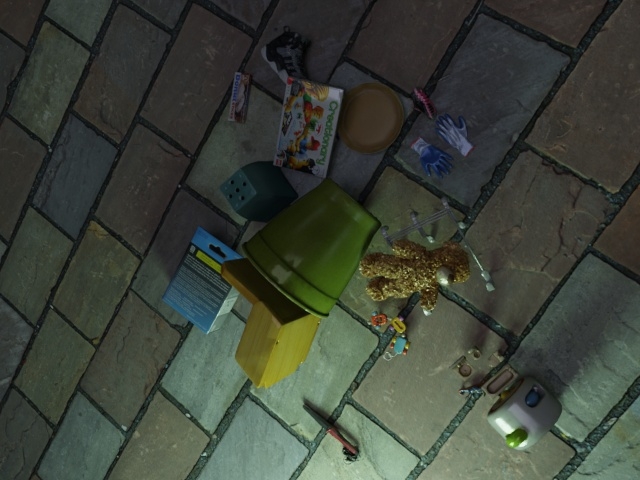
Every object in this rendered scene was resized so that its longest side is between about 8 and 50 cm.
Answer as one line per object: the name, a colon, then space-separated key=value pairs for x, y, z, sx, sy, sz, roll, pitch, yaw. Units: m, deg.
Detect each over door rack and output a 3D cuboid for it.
over door rack: x=0.369 y=0.047 z=1.798 sx=0.240 sy=0.108 sz=0.324 roll=-27 pitch=96 yaw=23

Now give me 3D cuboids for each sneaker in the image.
sneaker: x=-0.080 y=-0.617 z=1.941 sx=0.153 sy=0.101 sz=0.268 roll=-46 pitch=73 yaw=21
sneaker: x=0.325 y=-0.433 z=1.820 sx=0.057 sy=0.047 sz=0.119 roll=-38 pitch=77 yaw=43

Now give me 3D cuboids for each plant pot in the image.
plant pot: x=0.165 y=-0.407 z=1.889 sx=0.236 sy=0.032 sz=0.236 roll=2 pitch=94 yaw=22
plant pot: x=-0.229 y=-0.170 z=1.958 sx=0.166 sy=0.234 sz=0.165 roll=-38 pitch=78 yaw=21
plant pot: x=0.000 y=0.000 z=1.838 sx=0.366 sy=0.366 sz=0.353 roll=43 pitch=95 yaw=15

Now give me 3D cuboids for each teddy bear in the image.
teddy bear: x=0.281 y=0.103 z=1.725 sx=0.338 sy=0.113 sz=0.245 roll=7 pitch=110 yaw=16

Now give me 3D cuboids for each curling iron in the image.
curling iron: x=0.034 y=0.682 z=2.001 sx=0.274 sy=0.035 sz=0.068 roll=43 pitch=107 yaw=15

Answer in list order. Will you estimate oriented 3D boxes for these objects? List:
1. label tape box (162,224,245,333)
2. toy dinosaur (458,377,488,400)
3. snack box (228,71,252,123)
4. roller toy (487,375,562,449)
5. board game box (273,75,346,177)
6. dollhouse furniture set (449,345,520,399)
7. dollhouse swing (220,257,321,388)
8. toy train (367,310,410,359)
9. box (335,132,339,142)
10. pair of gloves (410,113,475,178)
label tape box: x=-0.416 y=0.143 z=2.123 sx=0.241 sy=0.106 sz=0.333 roll=34 pitch=104 yaw=17
toy dinosaur: x=0.486 y=0.477 z=1.810 sx=0.082 sy=0.047 sz=0.090 roll=11 pitch=64 yaw=31
snack box: x=-0.296 y=-0.524 z=2.081 sx=0.064 sy=0.022 sz=0.178 roll=13 pitch=98 yaw=23
roller toy: x=0.595 y=0.502 z=1.673 sx=0.191 sy=0.209 sz=0.146 roll=-46 pitch=75 yaw=5
board game box: x=-0.040 y=-0.380 z=1.909 sx=0.193 sy=0.053 sz=0.305 roll=15 pitch=113 yaw=8
dollhouse furniture set: x=0.500 y=0.399 z=1.724 sx=0.144 sy=0.123 sz=0.151 roll=-43 pitch=68 yaw=4
dollhouse swing: x=-0.203 y=0.262 z=1.908 sx=0.305 sy=0.347 sz=0.315 roll=25 pitch=102 yaw=19
toy train: x=0.236 y=0.309 z=1.893 sx=0.125 sy=0.046 sz=0.166 roll=-21 pitch=82 yaw=24
box: x=0.002 y=-0.359 z=1.963 sx=0.136 sy=0.028 sz=0.081 roll=-25 pitch=83 yaw=24
pair of gloves: x=0.392 y=-0.304 z=1.804 sx=0.198 sy=0.023 sz=0.159 roll=-44 pitch=77 yaw=20
